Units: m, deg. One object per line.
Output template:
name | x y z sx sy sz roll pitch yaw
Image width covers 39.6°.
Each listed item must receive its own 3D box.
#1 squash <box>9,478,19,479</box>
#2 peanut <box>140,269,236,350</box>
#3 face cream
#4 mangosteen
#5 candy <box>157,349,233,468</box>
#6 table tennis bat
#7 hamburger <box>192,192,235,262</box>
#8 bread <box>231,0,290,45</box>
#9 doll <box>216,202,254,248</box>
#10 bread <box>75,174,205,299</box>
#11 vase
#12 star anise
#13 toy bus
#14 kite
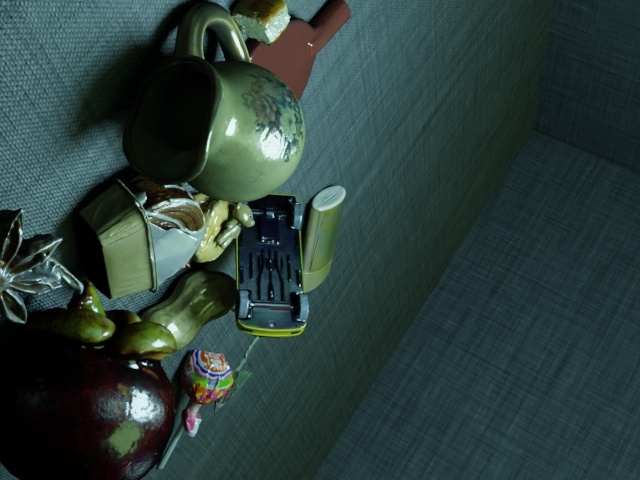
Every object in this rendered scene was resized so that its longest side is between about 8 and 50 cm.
squash | -0.571 0.474 1.557 0.341 0.094 0.095 -9 124 -62
peanut | -0.271 0.141 1.821 0.274 0.111 0.125 -43 147 -43
face cream | 0.000 0.000 2.353 0.139 0.067 0.285 -38 148 -46
mangosteen | -0.380 0.241 1.439 0.307 0.306 0.347 19 84 -69
candy | -0.315 0.410 2.098 0.124 0.124 0.365 -23 147 -59
table tennis bat | -0.071 -0.346 1.791 0.415 0.051 0.268 -51 157 -24
hamburger | -0.228 -0.025 1.760 0.138 0.083 0.147 -70 160 3
bread | -0.106 -0.402 1.587 0.070 0.083 0.077 -60 160 -16
doll | -0.172 -0.030 1.748 0.093 0.051 0.061 -37 159 -7
bread | -0.306 -0.017 1.525 0.212 0.142 0.224 -32 147 -29
vase | -0.176 -0.235 1.478 0.302 0.240 0.329 13 73 -62
star anise | -0.463 0.050 1.293 0.262 0.081 0.230 -1 117 -55
toy bus | -0.110 0.062 1.833 0.151 0.145 0.331 113 -22 -54
kite | -0.218 0.345 2.345 0.250 0.012 0.229 -62 161 -4
